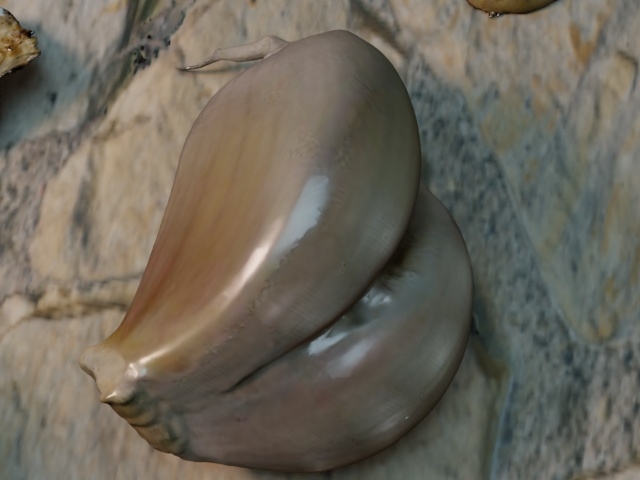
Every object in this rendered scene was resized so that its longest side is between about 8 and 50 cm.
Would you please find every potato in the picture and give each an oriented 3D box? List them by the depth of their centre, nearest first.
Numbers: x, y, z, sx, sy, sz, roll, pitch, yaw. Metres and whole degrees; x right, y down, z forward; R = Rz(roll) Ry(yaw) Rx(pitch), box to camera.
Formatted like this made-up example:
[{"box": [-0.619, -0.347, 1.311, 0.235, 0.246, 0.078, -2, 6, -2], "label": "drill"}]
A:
[{"box": [0.162, -0.206, 1.373, 0.093, 0.036, 0.037, -15, 65, -4], "label": "potato"}]

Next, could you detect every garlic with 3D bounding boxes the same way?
[{"box": [0.000, 0.000, 1.251, 0.246, 0.231, 0.340, -26, 40, 40], "label": "garlic"}]

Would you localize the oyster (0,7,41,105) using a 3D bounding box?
[{"box": [-0.298, -0.113, 1.354, 0.105, 0.056, 0.177, 37, 74, 28], "label": "oyster"}]
